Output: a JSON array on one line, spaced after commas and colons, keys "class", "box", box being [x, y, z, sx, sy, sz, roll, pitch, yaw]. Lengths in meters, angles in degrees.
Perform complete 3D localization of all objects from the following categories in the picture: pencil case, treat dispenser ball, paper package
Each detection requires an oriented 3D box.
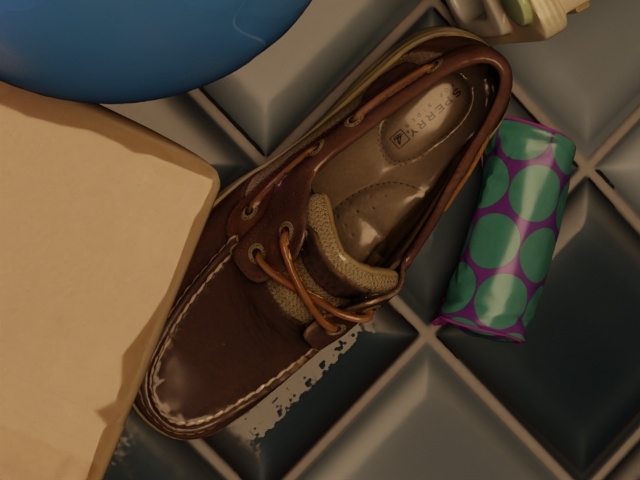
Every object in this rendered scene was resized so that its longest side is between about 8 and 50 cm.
[{"class": "pencil case", "box": [0.127, -0.006, 1.334, 0.070, 0.064, 0.151, 14, 89, 28]}, {"class": "treat dispenser ball", "box": [-0.117, -0.219, 1.066, 0.288, 0.288, 0.288, -1, 93, -15]}, {"class": "paper package", "box": [-0.269, 0.025, 1.180, 0.325, 0.168, 0.309, 23, 87, -15]}]

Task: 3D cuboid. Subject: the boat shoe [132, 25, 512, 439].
[{"class": "boat shoe", "box": [0.000, 0.000, 1.257, 0.342, 0.123, 0.123, -44, 101, 2]}]

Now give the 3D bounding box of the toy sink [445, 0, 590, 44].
[{"class": "toy sink", "box": [0.139, -0.211, 1.283, 0.234, 0.153, 0.131, -29, 100, -12]}]
